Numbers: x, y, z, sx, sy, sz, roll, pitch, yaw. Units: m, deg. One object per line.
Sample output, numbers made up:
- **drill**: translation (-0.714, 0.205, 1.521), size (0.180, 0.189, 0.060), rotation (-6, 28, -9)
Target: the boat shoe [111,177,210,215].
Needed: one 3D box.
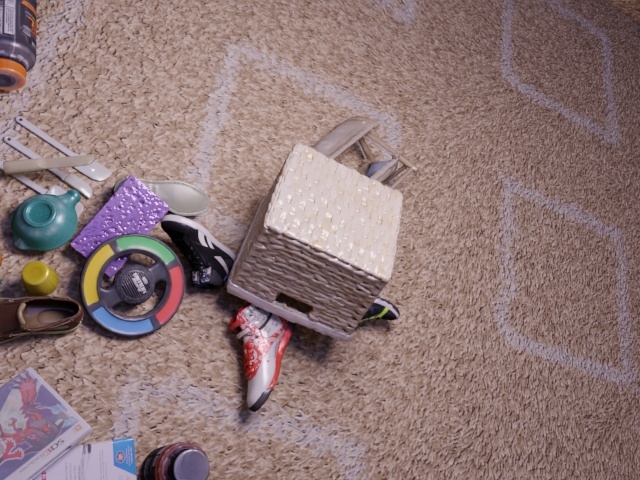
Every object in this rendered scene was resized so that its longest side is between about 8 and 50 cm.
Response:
- **boat shoe**: translation (-0.380, -0.106, 1.526), size (0.228, 0.069, 0.081), rotation (10, 85, -26)

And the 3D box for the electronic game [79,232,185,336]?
- **electronic game**: translation (-0.411, 0.098, 1.407), size (0.230, 0.048, 0.229), rotation (1, 87, -29)

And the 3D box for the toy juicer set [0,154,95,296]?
- **toy juicer set**: translation (-0.629, -0.052, 1.366), size (0.210, 0.089, 0.328), rotation (12, 67, -5)

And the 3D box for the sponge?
- **sponge**: translation (-0.449, -0.033, 1.435), size (0.117, 0.031, 0.210), rotation (43, 73, -20)

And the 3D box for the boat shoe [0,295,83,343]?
- **boat shoe**: translation (-0.609, 0.149, 1.276), size (0.258, 0.095, 0.095), rotation (-7, 74, -31)

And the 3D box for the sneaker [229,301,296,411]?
- **sneaker**: translation (-0.160, 0.254, 1.495), size (0.145, 0.090, 0.270), rotation (31, 55, -14)

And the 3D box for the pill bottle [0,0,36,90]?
- **pill bottle**: translation (-0.716, -0.468, 1.450), size (0.131, 0.130, 0.245), rotation (2, 70, -29)

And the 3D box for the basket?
- **basket**: translation (0.000, 0.000, 1.524), size (0.329, 0.266, 0.331), rotation (25, 44, -8)

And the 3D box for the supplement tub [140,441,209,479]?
- **supplement tub**: translation (-0.286, 0.458, 1.270), size (0.106, 0.198, 0.105), rotation (11, 66, -26)

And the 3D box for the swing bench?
- **swing bench**: translation (0.086, -0.199, 1.774), size (0.254, 0.165, 0.253), rotation (49, 56, -3)

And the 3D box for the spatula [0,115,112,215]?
- **spatula**: translation (-0.621, -0.168, 1.448), size (0.242, 0.019, 0.168), rotation (35, 58, -13)

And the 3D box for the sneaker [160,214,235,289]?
- **sneaker**: translation (-0.291, 0.039, 1.482), size (0.217, 0.079, 0.121), rotation (38, 53, -36)

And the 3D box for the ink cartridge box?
- **ink cartridge box**: translation (-0.461, 0.469, 1.237), size (0.191, 0.082, 0.139), rotation (0, 70, -28)

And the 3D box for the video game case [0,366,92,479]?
- **video game case**: translation (-0.568, 0.355, 1.199), size (0.201, 0.023, 0.183), rotation (33, 51, 24)

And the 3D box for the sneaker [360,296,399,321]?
- **sneaker**: translation (0.093, 0.190, 1.675), size (0.235, 0.084, 0.097), rotation (18, 68, -13)
